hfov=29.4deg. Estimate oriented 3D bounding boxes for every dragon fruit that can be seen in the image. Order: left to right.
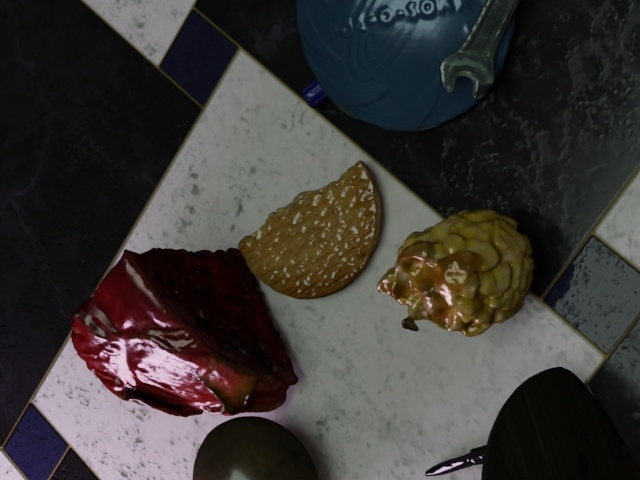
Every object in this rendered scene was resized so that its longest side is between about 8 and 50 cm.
[{"bbox_3d":[-0.192,0.137,1.679,0.302,0.240,0.330,48,140,-8],"label":"dragon fruit"}]

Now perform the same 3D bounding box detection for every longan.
[{"bbox_3d":[-0.084,0.322,1.598,0.187,0.167,0.167,46,115,-5],"label":"longan"}]

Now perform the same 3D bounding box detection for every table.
[{"bbox_3d":[0.190,0.336,1.362,0.249,0.317,0.317,-37,72,35],"label":"table"}]

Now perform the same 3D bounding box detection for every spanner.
[{"bbox_3d":[0.226,-0.308,1.440,0.071,0.017,0.302,24,97,-6],"label":"spanner"}]

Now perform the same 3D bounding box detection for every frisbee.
[{"bbox_3d":[0.096,-0.276,1.502,0.289,0.049,0.289,6,104,22],"label":"frisbee"}]

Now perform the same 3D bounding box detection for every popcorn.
[{"bbox_3d":[0.163,0.038,1.442,0.180,0.180,0.170,12,64,30],"label":"popcorn"}]

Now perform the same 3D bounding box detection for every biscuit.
[{"bbox_3d":[0.001,0.000,1.610,0.224,0.033,0.144,-35,75,27],"label":"biscuit"}]

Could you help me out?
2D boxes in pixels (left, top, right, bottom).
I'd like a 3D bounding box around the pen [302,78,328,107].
[{"bbox_3d":[0.081,-0.258,1.558,0.269,0.033,0.033,-36,73,27],"label":"pen"}]
